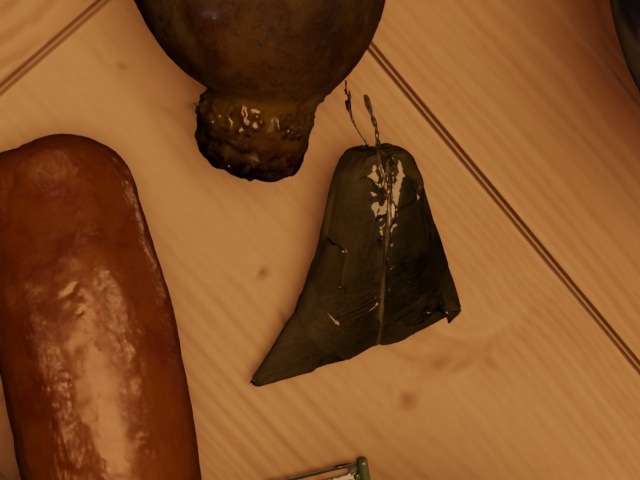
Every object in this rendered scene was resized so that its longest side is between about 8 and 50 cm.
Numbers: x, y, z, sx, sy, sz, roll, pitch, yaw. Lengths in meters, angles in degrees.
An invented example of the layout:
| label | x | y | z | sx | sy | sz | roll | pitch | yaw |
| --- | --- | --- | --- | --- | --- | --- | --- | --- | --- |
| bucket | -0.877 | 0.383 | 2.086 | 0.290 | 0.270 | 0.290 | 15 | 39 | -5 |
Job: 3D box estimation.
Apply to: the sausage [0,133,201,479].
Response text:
| label | x | y | z | sx | sy | sz | roll | pitch | yaw |
| --- | --- | --- | --- | --- | --- | --- | --- | --- | --- |
| sausage | -0.123 | 0.076 | 0.824 | 0.109 | 0.109 | 0.270 | -11 | 88 | -12 |

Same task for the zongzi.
| label | x | y | z | sx | sy | sz | roll | pitch | yaw |
| --- | --- | --- | --- | --- | --- | --- | --- | --- | --- |
| zongzi | 0.000 | 0.000 | 0.861 | 0.131 | 0.062 | 0.154 | -21 | 118 | -4 |

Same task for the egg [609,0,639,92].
| label | x | y | z | sx | sy | sz | roll | pitch | yaw |
| --- | --- | --- | --- | --- | --- | --- | --- | --- | --- |
| egg | 0.344 | -0.187 | 0.796 | 0.428 | 0.345 | 0.345 | -43 | 101 | -11 |

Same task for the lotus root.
| label | x | y | z | sx | sy | sz | roll | pitch | yaw |
| --- | --- | --- | --- | --- | --- | --- | --- | --- | --- |
| lotus root | -0.042 | -0.186 | 0.809 | 0.173 | 0.173 | 0.309 | -16 | 101 | -11 |

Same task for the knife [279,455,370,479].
| label | x | y | z | sx | sy | sz | roll | pitch | yaw |
| --- | --- | --- | --- | --- | --- | --- | --- | --- | --- |
| knife | -0.069 | 0.175 | 0.893 | 0.212 | 0.015 | 0.054 | -12 | 97 | -12 |

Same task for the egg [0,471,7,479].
| label | x | y | z | sx | sy | sz | roll | pitch | yaw |
| --- | --- | --- | --- | --- | --- | --- | --- | --- | --- |
| egg | -0.308 | 0.163 | 0.704 | 0.336 | 0.278 | 0.278 | -17 | 97 | -10 |
